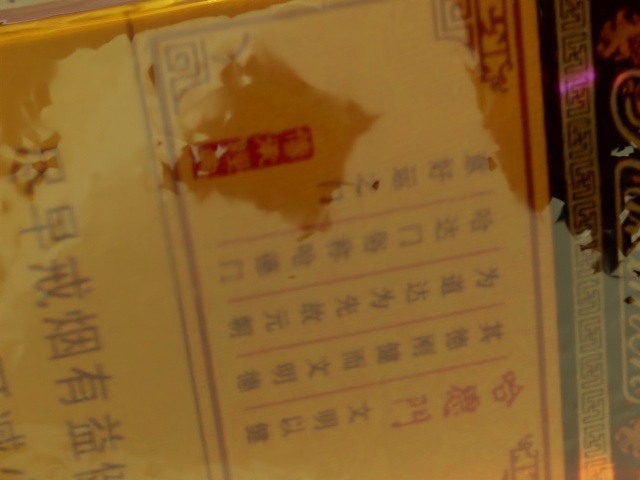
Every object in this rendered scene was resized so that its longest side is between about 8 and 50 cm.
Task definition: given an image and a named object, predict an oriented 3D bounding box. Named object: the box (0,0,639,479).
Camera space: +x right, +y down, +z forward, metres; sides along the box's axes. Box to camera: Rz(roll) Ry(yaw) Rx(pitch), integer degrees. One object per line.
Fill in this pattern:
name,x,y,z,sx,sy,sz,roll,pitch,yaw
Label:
box,0.001,0.000,0.705,0.415,0.116,0.264,-12,118,-7
